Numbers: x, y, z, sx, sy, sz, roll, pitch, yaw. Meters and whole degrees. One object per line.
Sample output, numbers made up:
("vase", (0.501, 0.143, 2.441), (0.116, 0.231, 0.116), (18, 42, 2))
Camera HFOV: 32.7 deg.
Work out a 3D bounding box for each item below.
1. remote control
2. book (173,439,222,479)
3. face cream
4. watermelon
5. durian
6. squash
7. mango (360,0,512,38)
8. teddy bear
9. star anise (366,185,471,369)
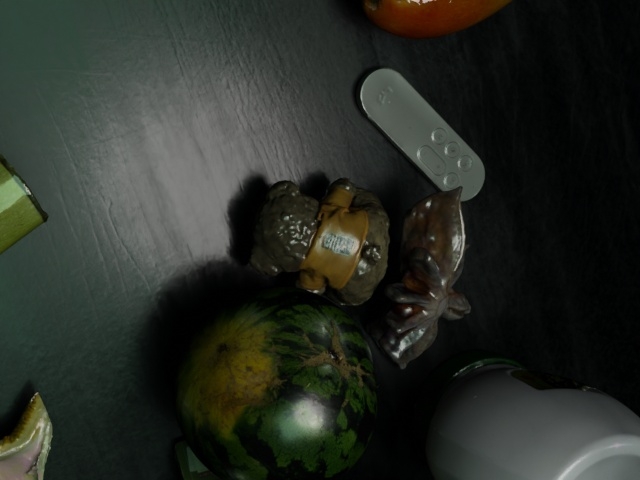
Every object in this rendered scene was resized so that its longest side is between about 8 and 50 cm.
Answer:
("remote control", (0.143, -0.147, 1.540), (0.245, 0.022, 0.077), (43, 79, -23))
("book", (-0.061, 0.370, 1.426), (0.201, 0.026, 0.290), (-10, 58, -17))
("face cream", (0.295, 0.293, 1.492), (0.312, 0.357, 0.220), (7, 95, -24))
("watermelon", (-0.055, 0.194, 1.381), (0.268, 0.269, 0.269), (-4, 100, -22))
("durian", (-0.393, 0.295, 1.359), (0.140, 0.078, 0.224), (24, 78, -12))
("squash", (-0.449, 0.000, 1.252), (0.247, 0.132, 0.132), (-40, 111, -13))
("mango", (0.185, -0.349, 1.456), (0.289, 0.146, 0.129), (-26, 96, -17))
("teddy bear", (0.000, 0.000, 1.448), (0.190, 0.140, 0.177), (14, 96, -16))
("star anise", (0.136, 0.070, 1.503), (0.198, 0.110, 0.258), (-46, 150, -27))
